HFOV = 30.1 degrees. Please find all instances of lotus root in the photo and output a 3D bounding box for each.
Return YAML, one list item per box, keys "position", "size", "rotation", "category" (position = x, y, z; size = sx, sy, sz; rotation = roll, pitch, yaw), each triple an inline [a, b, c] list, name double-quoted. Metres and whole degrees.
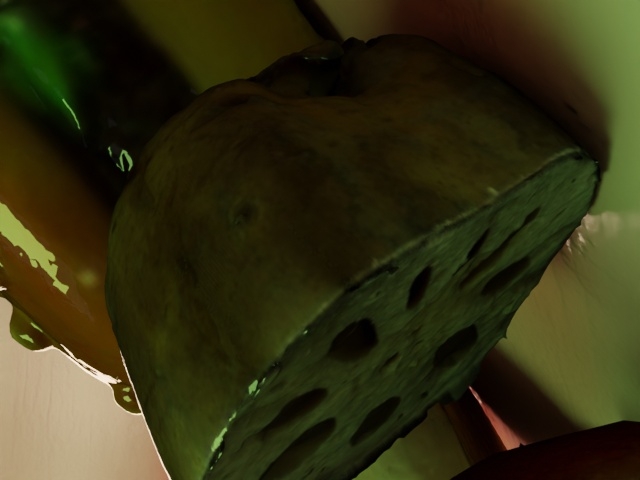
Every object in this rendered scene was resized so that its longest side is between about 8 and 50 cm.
- position: [0.000, 0.000, 0.603]
  size: [0.192, 0.272, 0.272]
  rotation: [55, 172, 21]
  category: "lotus root"

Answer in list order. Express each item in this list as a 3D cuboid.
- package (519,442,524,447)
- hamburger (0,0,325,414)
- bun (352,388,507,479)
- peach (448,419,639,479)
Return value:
- position: [0.253, 0.265, 0.881]
  size: [0.288, 0.108, 0.223]
  rotation: [45, 171, 3]
  category: "package"
- position: [-0.170, -0.081, 0.859]
  size: [0.396, 0.277, 0.395]
  rotation: [45, 168, 13]
  category: "hamburger"
- position: [0.086, 0.234, 1.048]
  size: [0.299, 0.165, 0.299]
  rotation: [57, -168, -19]
  category: "bun"
- position: [0.166, 0.265, 0.626]
  size: [0.335, 0.310, 0.405]
  rotation: [6, 135, 21]
  category: "peach"
